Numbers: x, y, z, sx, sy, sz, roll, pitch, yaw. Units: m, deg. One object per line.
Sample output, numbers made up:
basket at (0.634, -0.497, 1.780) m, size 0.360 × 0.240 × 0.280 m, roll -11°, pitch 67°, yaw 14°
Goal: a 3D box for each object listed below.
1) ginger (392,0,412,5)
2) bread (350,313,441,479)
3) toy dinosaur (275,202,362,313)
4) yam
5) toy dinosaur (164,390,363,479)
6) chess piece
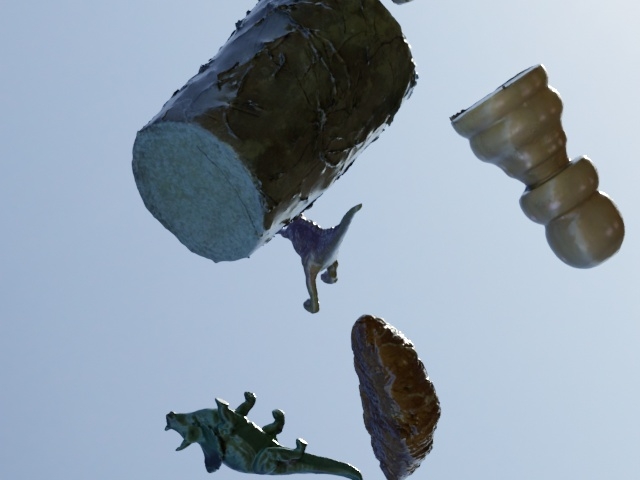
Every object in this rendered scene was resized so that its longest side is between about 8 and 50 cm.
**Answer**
ginger at (0.185, -0.402, 2.405) m, size 0.116 × 0.263 × 0.109 m, roll -10°, pitch -99°, yaw -68°
bread at (0.090, 0.176, 2.044) m, size 0.105 × 0.076 × 0.233 m, roll 38°, pitch 147°, yaw 53°
toy dinosaur at (-0.005, 0.001, 2.542) m, size 0.251 × 0.072 × 0.200 m, roll -131°, pitch 28°, yaw -60°
yam at (-0.051, -0.154, 2.076) m, size 0.348 × 0.241 × 0.241 m, roll -51°, pitch -53°, yaw -32°
toy dinosaur at (-0.076, 0.280, 2.551) m, size 0.079 × 0.292 × 0.120 m, roll -79°, pitch -6°, yaw -79°
chess piece at (0.289, -0.083, 2.269) m, size 0.261 × 0.143 × 0.143 m, roll 55°, pitch -152°, yaw -4°
